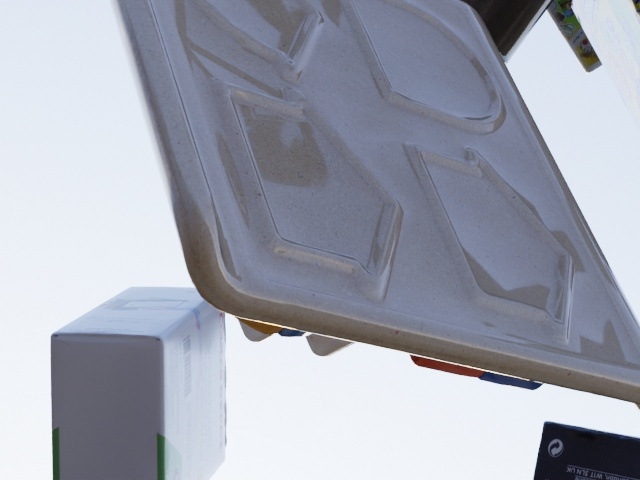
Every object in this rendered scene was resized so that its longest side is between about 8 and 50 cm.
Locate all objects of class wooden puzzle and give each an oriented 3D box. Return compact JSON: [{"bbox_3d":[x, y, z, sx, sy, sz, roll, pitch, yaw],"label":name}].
[{"bbox_3d":[0.015,-0.049,0.824,0.348,0.322,0.080,20,-52,-39],"label":"wooden puzzle"}]

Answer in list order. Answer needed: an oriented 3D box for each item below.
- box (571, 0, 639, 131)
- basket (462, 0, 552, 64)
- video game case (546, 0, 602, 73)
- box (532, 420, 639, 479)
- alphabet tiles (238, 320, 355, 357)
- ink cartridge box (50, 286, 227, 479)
[{"bbox_3d":[0.390,-0.216,1.524,0.177,0.279,0.290,-26,-17,3],"label":"box"},{"bbox_3d":[0.225,-0.349,1.758,0.154,0.227,0.204,33,13,-50],"label":"basket"},{"bbox_3d":[0.372,-0.353,1.902,0.206,0.227,0.026,58,-5,0],"label":"video game case"},{"bbox_3d":[0.292,0.321,1.237,0.183,0.294,0.296,5,-11,40],"label":"box"},{"bbox_3d":[0.000,0.000,1.933,0.278,0.284,0.021,-29,-21,9],"label":"alphabet tiles"},{"bbox_3d":[-0.181,0.167,1.571,0.117,0.201,0.278,2,8,9],"label":"ink cartridge box"}]
